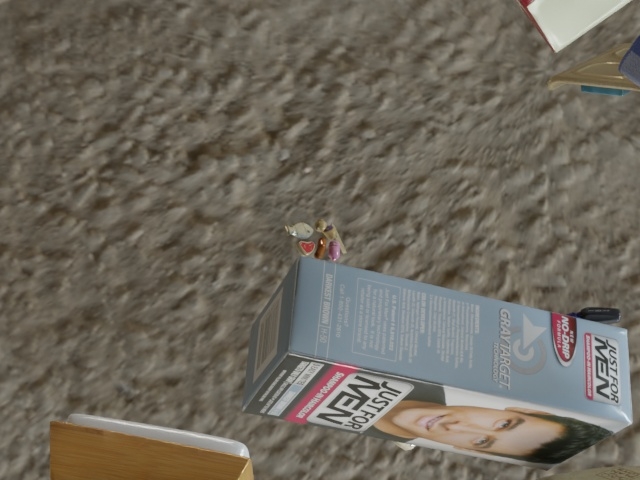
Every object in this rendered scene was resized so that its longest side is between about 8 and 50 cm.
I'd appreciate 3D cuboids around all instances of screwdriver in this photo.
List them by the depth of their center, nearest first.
[{"bbox_3d":[0.305,0.103,1.434,0.169,0.024,0.025,-6,70,2],"label":"screwdriver"}]

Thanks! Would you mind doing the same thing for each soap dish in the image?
[{"bbox_3d":[-0.239,0.367,1.571,0.290,0.118,0.229,9,137,8],"label":"soap dish"}]

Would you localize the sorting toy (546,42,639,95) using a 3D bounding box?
[{"bbox_3d":[0.483,-0.242,1.521,0.229,0.307,0.041,9,115,40],"label":"sorting toy"}]

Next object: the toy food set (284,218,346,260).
[{"bbox_3d":[0.000,0.000,1.783,0.019,0.122,0.078,-33,76,37],"label":"toy food set"}]

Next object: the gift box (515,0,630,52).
[{"bbox_3d":[0.290,-0.382,1.197,0.258,0.276,0.255,-35,133,13],"label":"gift box"}]

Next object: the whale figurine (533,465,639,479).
[{"bbox_3d":[0.337,0.337,1.260,0.216,0.272,0.141,5,104,54],"label":"whale figurine"}]

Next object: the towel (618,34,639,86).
[{"bbox_3d":[0.397,-0.171,0.944,0.034,0.285,0.209,24,109,-33],"label":"towel"}]

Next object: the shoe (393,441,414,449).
[{"bbox_3d":[0.131,0.262,1.590,0.076,0.219,0.058,-44,87,-9],"label":"shoe"}]

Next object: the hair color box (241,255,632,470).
[{"bbox_3d":[0.122,0.141,1.188,0.374,0.185,0.114,13,60,-13],"label":"hair color box"}]
